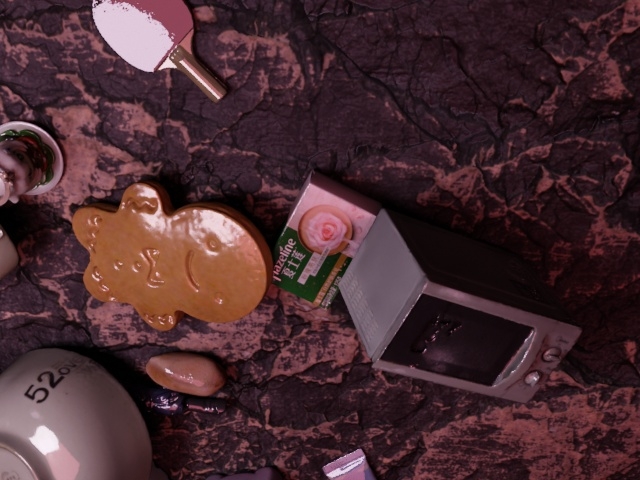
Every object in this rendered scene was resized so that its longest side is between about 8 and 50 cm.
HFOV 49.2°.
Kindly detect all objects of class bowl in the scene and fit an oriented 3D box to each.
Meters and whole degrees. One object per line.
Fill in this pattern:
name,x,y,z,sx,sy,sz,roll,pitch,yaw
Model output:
bowl,-0.501,0.389,1.255,0.353,0.185,0.354,6,108,20

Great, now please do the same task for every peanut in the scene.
peanut,-0.249,0.246,1.295,0.152,0.076,0.076,9,114,-4

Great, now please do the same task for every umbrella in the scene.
umbrella,-0.304,0.310,1.329,0.248,0.071,0.071,11,114,-4

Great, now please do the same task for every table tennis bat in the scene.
table tennis bat,-0.240,-0.309,1.073,0.246,0.022,0.138,43,109,-14

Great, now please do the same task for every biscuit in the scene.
biscuit,-0.252,0.036,1.169,0.354,0.052,0.275,8,116,16

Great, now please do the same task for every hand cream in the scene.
hand cream,0.108,0.546,1.422,0.091,0.058,0.271,-28,105,11

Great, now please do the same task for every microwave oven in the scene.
microwave oven,0.206,0.111,1.095,0.295,0.237,0.181,17,115,-24

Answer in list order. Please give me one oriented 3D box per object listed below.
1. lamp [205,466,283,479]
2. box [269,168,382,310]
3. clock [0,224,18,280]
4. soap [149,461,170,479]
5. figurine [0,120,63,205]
lamp,-0.134,0.630,1.373,0.247,0.247,0.301,-12,105,5
box,0.000,0.000,1.168,0.135,0.081,0.199,26,111,-8
clock,-0.673,-0.016,1.140,0.324,0.109,0.265,-12,118,33
soap,-0.419,0.574,1.441,0.265,0.087,0.160,-32,108,16
figurine,-0.494,-0.107,1.102,0.132,0.154,0.132,0,115,1
